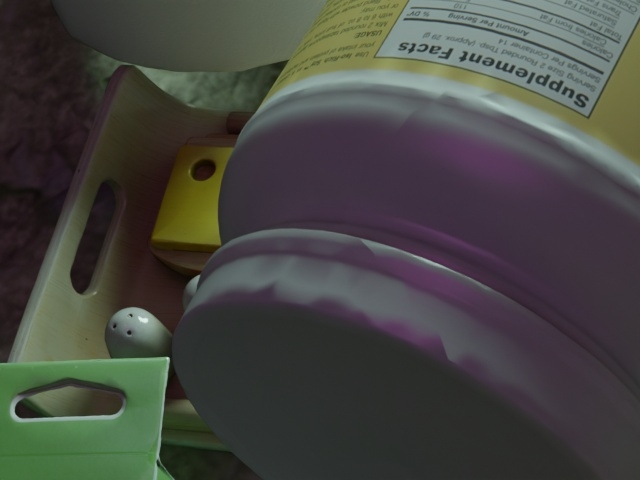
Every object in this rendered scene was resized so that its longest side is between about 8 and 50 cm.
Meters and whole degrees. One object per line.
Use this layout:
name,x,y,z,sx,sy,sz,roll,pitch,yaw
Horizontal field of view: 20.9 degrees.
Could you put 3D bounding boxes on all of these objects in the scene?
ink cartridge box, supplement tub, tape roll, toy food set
ink cartridge box,-0.128,0.168,0.873,0.109,0.062,0.209,-3,63,16
supplement tub,0.104,-0.040,0.745,0.241,0.241,0.331,16,59,26
tape roll,-0.047,-0.230,1.056,0.286,0.100,0.286,-10,44,9
toy food set,0.000,0.000,0.932,0.306,0.092,0.220,4,60,19
